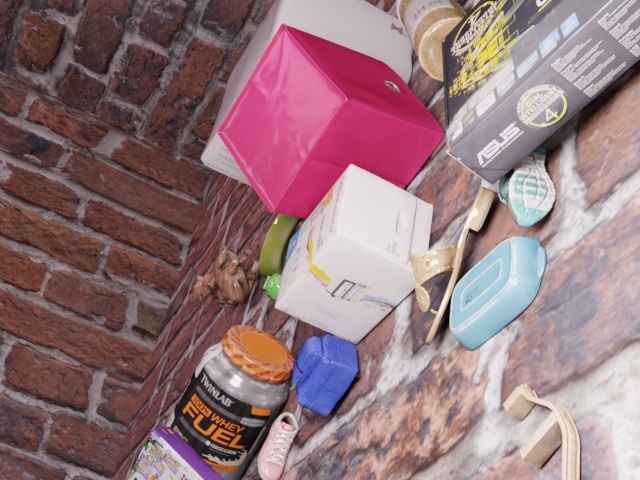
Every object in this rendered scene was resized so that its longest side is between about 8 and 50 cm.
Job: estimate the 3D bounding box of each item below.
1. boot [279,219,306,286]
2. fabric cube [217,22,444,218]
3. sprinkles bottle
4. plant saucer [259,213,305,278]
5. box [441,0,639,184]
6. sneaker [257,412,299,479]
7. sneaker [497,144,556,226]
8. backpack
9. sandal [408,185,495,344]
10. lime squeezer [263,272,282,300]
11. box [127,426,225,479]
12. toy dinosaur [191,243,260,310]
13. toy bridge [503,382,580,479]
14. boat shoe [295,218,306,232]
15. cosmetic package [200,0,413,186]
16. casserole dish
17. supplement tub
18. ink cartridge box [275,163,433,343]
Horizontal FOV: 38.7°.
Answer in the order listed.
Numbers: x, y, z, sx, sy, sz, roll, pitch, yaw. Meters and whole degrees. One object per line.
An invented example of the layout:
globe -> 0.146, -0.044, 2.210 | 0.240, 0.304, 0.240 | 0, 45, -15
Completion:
boot -> -0.013, 0.019, 1.760 | 0.152, 0.197, 0.073 | 56, 166, 40
fabric cube -> 0.015, -0.201, 1.677 | 0.259, 0.258, 0.254 | -54, 48, 24
sprinkles bottle -> 0.223, -0.415, 1.759 | 0.121, 0.121, 0.355 | -59, 16, 24
plant saucer -> -0.049, -0.011, 2.042 | 0.241, 0.037, 0.241 | -49, -22, -28
box -> 0.322, -0.299, 1.184 | 0.395, 0.097, 0.318 | -43, 26, 33
sneaker -> -0.077, 0.378, 1.688 | 0.134, 0.051, 0.070 | -74, 11, -45
sneaker -> 0.266, -0.064, 1.203 | 0.166, 0.065, 0.076 | -76, 3, -48
backpack -> 0.001, 0.230, 1.562 | 0.098, 0.101, 0.120 | -83, 18, -66
sandal -> 0.167, 0.025, 1.299 | 0.088, 0.079, 0.240 | 69, -135, -78
lime squeezer -> -0.071, 0.103, 1.980 | 0.310, 0.109, 0.059 | -175, 90, -75
box -> -0.259, 0.523, 1.741 | 0.293, 0.057, 0.201 | 35, 104, 33
toy dinosaur -> -0.252, 0.124, 2.590 | 0.295, 0.127, 0.200 | 31, 104, 63
toy bridge -> 0.233, 0.203, 0.934 | 0.063, 0.026, 0.188 | -57, 17, 21
boat shoe -> 0.000, 0.000, 1.883 | 0.121, 0.119, 0.335 | -54, 18, 37
cosmetic package -> -0.026, -0.334, 2.098 | 0.394, 0.327, 0.329 | -49, 22, 45
casserole dish -> 0.220, 0.064, 1.179 | 0.188, 0.037, 0.114 | -51, 20, 47
supplement tub -> -0.189, 0.341, 1.861 | 0.316, 0.193, 0.193 | -61, 15, 18
ink cartridge box -> 0.057, 0.026, 1.546 | 0.233, 0.168, 0.171 | -50, 20, 44
